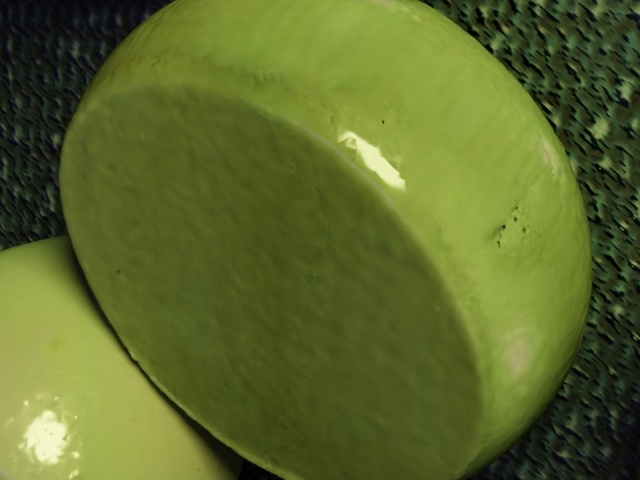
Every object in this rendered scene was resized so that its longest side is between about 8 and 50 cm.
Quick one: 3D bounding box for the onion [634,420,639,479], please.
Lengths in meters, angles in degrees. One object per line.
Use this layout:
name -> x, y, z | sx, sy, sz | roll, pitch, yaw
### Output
onion -> 0.235, 0.111, 0.608 | 0.230, 0.272, 0.256 | 4, 119, 7

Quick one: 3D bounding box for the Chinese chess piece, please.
Chinese chess piece -> 0.000, 0.000, 0.760 | 0.250, 0.101, 0.250 | 24, 138, 24

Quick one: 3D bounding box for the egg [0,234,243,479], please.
egg -> -0.149, 0.140, 0.885 | 0.162, 0.206, 0.271 | 50, 122, 38
